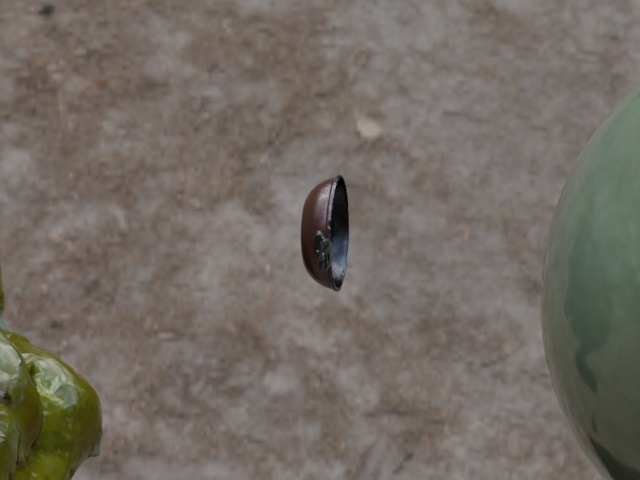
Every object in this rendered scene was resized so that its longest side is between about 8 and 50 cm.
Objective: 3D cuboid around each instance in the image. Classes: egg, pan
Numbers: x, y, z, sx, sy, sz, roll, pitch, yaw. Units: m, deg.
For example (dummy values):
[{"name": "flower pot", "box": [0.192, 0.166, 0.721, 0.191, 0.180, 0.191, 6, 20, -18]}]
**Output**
[{"name": "egg", "box": [0.247, 0.036, 0.773, 0.258, 0.352, 0.258, -7, 51, 8]}, {"name": "pan", "box": [-0.001, 0.000, 0.826, 0.023, 0.068, 0.115, 1, 11, 7]}]

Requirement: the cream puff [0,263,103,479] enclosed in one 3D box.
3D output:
[{"name": "cream puff", "box": [-0.358, 0.158, 1.163, 0.378, 0.275, 0.378, 3, 55, -4]}]
